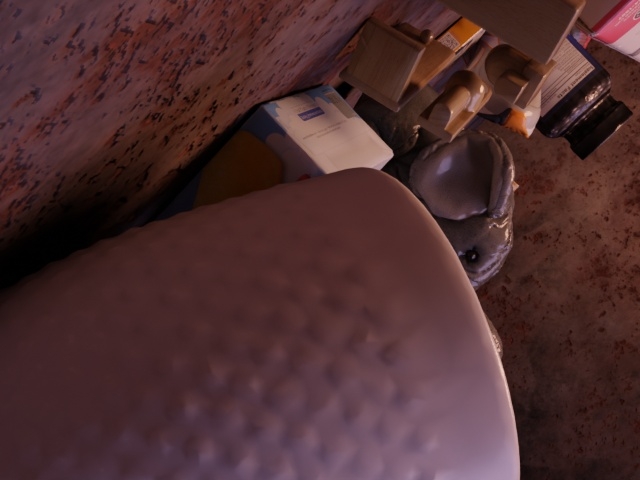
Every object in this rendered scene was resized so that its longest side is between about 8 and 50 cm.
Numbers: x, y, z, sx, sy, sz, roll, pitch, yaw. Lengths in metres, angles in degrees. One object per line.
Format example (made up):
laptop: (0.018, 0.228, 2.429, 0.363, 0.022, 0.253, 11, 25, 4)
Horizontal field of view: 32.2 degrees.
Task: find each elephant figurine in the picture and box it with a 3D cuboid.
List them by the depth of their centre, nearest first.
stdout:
elephant figurine: (0.119, -0.036, 1.036, 0.169, 0.239, 0.186, -47, 166, -52)

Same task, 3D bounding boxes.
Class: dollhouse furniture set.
dollhouse furniture set: (0.126, -0.175, 0.886, 0.123, 0.144, 0.151, -45, 165, -49)

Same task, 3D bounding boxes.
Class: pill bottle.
pill bottle: (0.320, -0.220, 1.531, 0.123, 0.219, 0.123, -43, 176, -4)

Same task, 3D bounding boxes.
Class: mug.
mug: (-0.095, 0.147, 0.746, 0.328, 0.276, 0.374, -16, 157, -18)

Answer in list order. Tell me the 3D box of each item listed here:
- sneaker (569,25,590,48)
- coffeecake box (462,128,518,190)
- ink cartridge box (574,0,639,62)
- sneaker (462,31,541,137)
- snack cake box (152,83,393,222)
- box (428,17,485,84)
sneaker: (0.361, -0.305, 1.900, 0.135, 0.097, 0.276, -42, 178, -43)
coffeecake box: (0.177, -0.115, 1.502, 0.068, 0.185, 0.142, -43, 176, 4)
ink cartridge box: (0.299, -0.266, 0.945, 0.207, 0.117, 0.283, -45, 165, 21)
sneaker: (0.226, -0.222, 1.305, 0.262, 0.099, 0.121, -85, -158, -56)
snack cake box: (-0.074, -0.005, 0.934, 0.264, 0.089, 0.152, -44, 177, 24)
box: (0.146, -0.217, 1.258, 0.136, 0.028, 0.081, -40, 176, -16)
